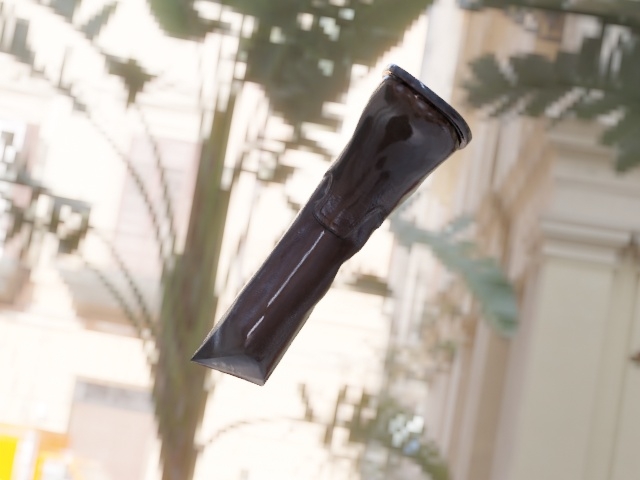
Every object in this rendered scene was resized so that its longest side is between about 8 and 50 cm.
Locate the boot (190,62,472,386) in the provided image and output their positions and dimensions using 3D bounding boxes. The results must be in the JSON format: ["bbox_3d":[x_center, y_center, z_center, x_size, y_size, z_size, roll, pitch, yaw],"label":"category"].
[{"bbox_3d":[0.000,0.000,0.648,0.037,0.114,0.106,39,-11,8],"label":"boot"}]
